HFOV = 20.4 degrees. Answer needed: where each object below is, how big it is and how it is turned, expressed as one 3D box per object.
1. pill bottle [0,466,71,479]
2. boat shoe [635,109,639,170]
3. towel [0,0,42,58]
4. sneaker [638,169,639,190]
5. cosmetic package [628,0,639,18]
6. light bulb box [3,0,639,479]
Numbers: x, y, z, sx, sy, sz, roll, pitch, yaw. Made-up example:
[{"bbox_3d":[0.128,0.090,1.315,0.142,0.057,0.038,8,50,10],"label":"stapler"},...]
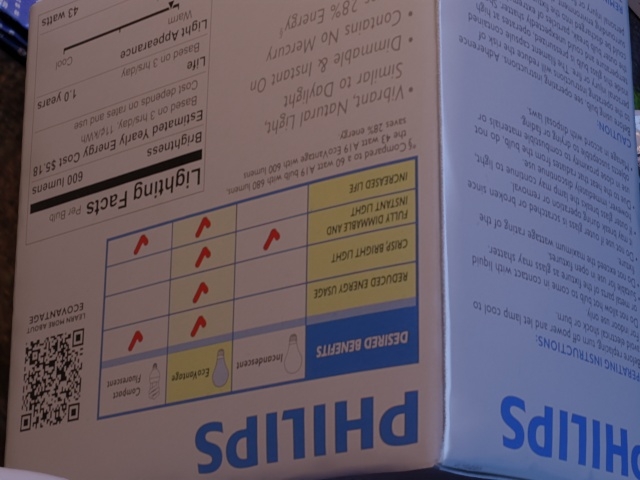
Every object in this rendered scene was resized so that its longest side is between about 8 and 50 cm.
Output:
[{"bbox_3d":[-0.191,0.327,0.823,0.229,0.229,0.407,21,55,-46],"label":"pill bottle"},{"bbox_3d":[0.402,-0.125,1.977,0.258,0.095,0.084,-14,87,-56],"label":"boat shoe"},{"bbox_3d":[-0.224,-0.255,1.279,0.336,0.040,0.243,36,45,-36],"label":"towel"},{"bbox_3d":[0.259,0.009,1.711,0.130,0.109,0.286,-26,90,-49],"label":"sneaker"},{"bbox_3d":[0.443,-0.356,2.084,0.151,0.184,0.151,39,43,-32],"label":"cosmetic package"},{"bbox_3d":[0.000,0.000,1.121,0.225,0.358,0.361,19,65,-46],"label":"light bulb box"}]
